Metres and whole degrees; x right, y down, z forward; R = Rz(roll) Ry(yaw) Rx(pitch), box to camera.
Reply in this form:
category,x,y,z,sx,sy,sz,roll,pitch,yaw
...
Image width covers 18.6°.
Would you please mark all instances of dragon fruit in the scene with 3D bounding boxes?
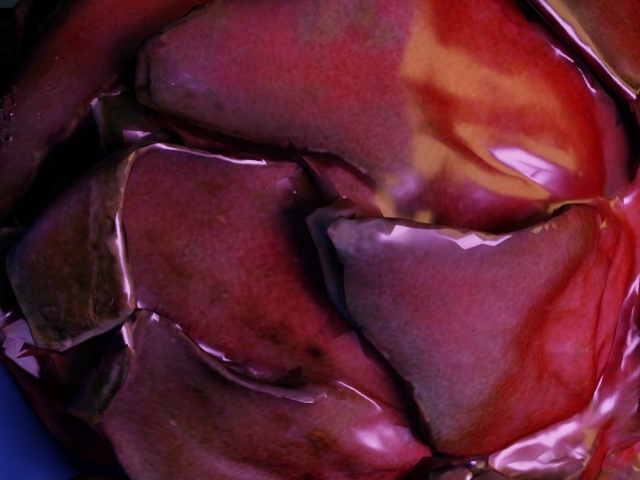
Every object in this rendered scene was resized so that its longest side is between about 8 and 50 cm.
category,x,y,z,sx,sy,sz,roll,pitch,yaw
dragon fruit,0.006,0.000,0.441,0.189,0.182,0.182,-10,77,-67
